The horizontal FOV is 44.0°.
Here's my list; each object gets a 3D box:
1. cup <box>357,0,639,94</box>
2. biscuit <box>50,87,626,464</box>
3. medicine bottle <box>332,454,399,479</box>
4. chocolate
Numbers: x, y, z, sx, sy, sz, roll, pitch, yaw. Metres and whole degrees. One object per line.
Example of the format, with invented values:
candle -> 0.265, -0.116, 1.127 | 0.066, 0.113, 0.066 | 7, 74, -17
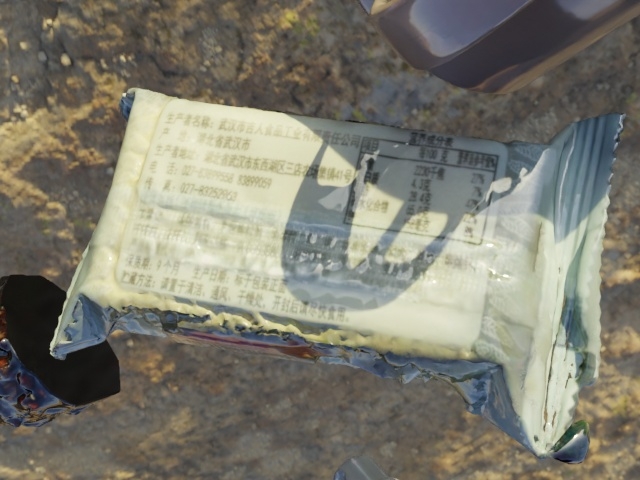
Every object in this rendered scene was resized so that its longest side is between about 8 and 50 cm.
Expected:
cup -> 0.113, -0.180, 0.364 | 0.191, 0.253, 0.200 | 44, 141, -15
biscuit -> 0.000, 0.005, 0.444 | 0.309, 0.186, 0.079 | 7, 164, 12
medicine bottle -> 0.112, 0.276, 0.570 | 0.110, 0.352, 0.110 | -12, 117, -25
chocolate -> -0.427, 0.177, 1.096 | 0.177, 0.206, 0.224 | -35, 171, 9
